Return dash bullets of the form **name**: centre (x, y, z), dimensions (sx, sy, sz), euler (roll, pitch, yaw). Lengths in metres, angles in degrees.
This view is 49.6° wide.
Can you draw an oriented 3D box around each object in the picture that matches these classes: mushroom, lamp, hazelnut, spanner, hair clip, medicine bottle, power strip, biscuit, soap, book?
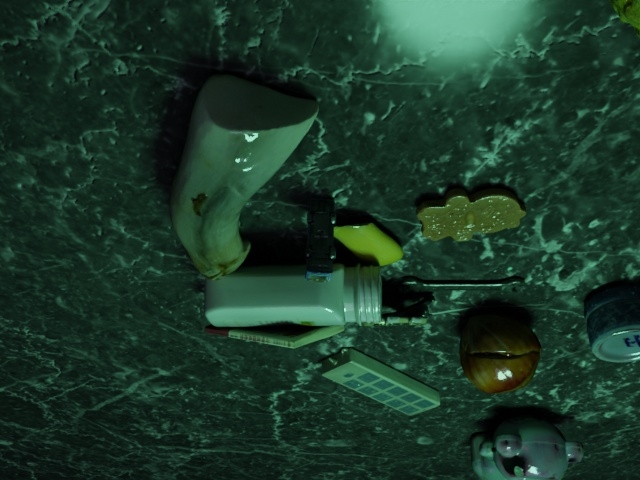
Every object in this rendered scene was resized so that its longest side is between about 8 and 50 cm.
- **mushroom**: centre (-0.155, -0.076, 1.112), dimensions (0.177, 0.126, 0.397), euler (9, 139, -23)
- **lamp**: centre (0.541, 0.609, 1.890), dimensions (0.247, 0.248, 0.301), euler (13, 149, -10)
- **hazelnut**: centre (0.384, 0.235, 1.475), dimensions (0.182, 0.182, 0.182), euler (1, 142, 1)
- **spanner**: centre (0.283, 0.093, 1.401), dimensions (0.254, 0.015, 0.054), euler (0, 142, 2)
- **hair clip**: centre (0.153, 0.153, 1.406), dimensions (0.187, 0.056, 0.146), euler (-9, 180, -22)
- **medicine bottle**: centre (-0.045, 0.104, 1.315), dimensions (0.324, 0.124, 0.179), euler (0, 169, 8)
- **power strip**: centre (0.150, 0.354, 1.723), dimensions (0.367, 0.043, 0.106), euler (31, 133, -33)
- **biscuit**: centre (0.259, -0.049, 1.209), dimensions (0.184, 0.027, 0.133), euler (-18, 138, 21)
- **soap**: centre (0.087, 0.002, 1.273), dimensions (0.089, 0.033, 0.168), euler (-20, 139, 27)
- **book**: centre (-0.091, 0.174, 1.376), dimensions (0.231, 0.022, 0.162), euler (4, -170, 37)

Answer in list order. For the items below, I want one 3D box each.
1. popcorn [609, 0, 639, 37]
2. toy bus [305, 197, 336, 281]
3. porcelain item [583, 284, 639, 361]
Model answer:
- **popcorn**: centre (0.440, -0.291, 0.734), dimensions (0.241, 0.235, 0.250), euler (4, 159, -33)
- **toy bus**: centre (0.000, 0.000, 1.179), dimensions (0.051, 0.153, 0.061), euler (4, 148, -2)
- **porcelain item**: centre (0.616, 0.167, 1.406), dimensions (0.147, 0.114, 0.147), euler (2, 144, 2)
